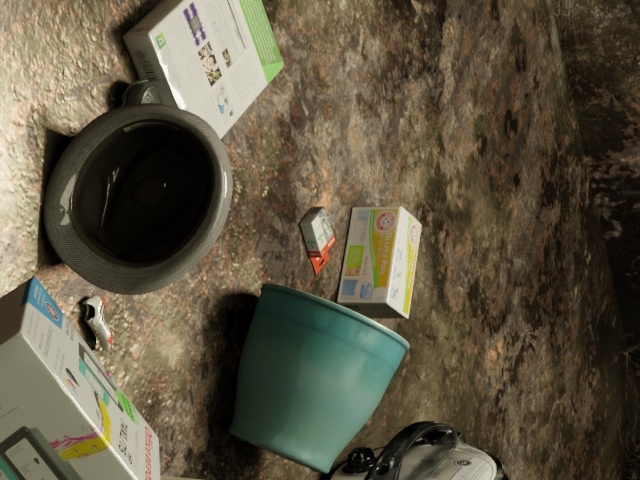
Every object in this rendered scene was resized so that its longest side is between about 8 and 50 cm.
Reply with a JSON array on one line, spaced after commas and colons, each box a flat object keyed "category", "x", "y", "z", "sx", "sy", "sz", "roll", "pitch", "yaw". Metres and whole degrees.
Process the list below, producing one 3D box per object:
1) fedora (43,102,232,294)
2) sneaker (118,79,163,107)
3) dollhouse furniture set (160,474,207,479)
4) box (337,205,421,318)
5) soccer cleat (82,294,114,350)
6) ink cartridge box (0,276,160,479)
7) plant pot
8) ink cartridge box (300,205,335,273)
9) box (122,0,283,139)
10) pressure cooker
[{"category": "fedora", "x": -0.252, "y": -0.060, "z": 1.844, "sx": 0.275, "sy": 0.243, "sz": 0.124, "roll": -59, "pitch": -179, "yaw": -3}, {"category": "sneaker", "x": -0.227, "y": -0.112, "z": 1.953, "sx": 0.101, "sy": 0.106, "sz": 0.267, "roll": -33, "pitch": 116, "yaw": -55}, {"category": "dollhouse furniture set", "x": -0.266, "y": 0.506, "z": 1.811, "sx": 0.198, "sy": 0.286, "sz": 0.303, "roll": -79, "pitch": 175, "yaw": -64}, {"category": "box", "x": 0.117, "y": 0.043, "z": 2.553, "sx": 0.103, "sy": 0.114, "sz": 0.203, "roll": 38, "pitch": 56, "yaw": -55}, {"category": "soccer cleat", "x": -0.320, "y": 0.120, "z": 1.864, "sx": 0.035, "sy": 0.029, "sz": 0.083, "roll": -19, "pitch": 104, "yaw": -50}, {"category": "ink cartridge box", "x": -0.340, "y": 0.225, "z": 1.514, "sx": 0.270, "sy": 0.197, "sz": 0.198, "roll": 56, "pitch": 3, "yaw": -19}, {"category": "plant pot", "x": -0.022, "y": 0.241, "z": 2.174, "sx": 0.271, "sy": 0.271, "sz": 0.255, "roll": 39, "pitch": 70, "yaw": -54}, {"category": "ink cartridge box", "x": 0.000, "y": 0.000, "z": 2.429, "sx": 0.063, "sy": 0.029, "sz": 0.115, "roll": -52, "pitch": 132, "yaw": -49}, {"category": "box", "x": -0.179, "y": -0.303, "z": 2.091, "sx": 0.322, "sy": 0.058, "sz": 0.232, "roll": -54, "pitch": 135, "yaw": -45}, {"category": "pressure cooker", "x": 0.182, "y": 0.555, "z": 2.415, "sx": 0.370, "sy": 0.375, "sz": 0.420, "roll": -145, "pitch": -134, "yaw": -72}]
